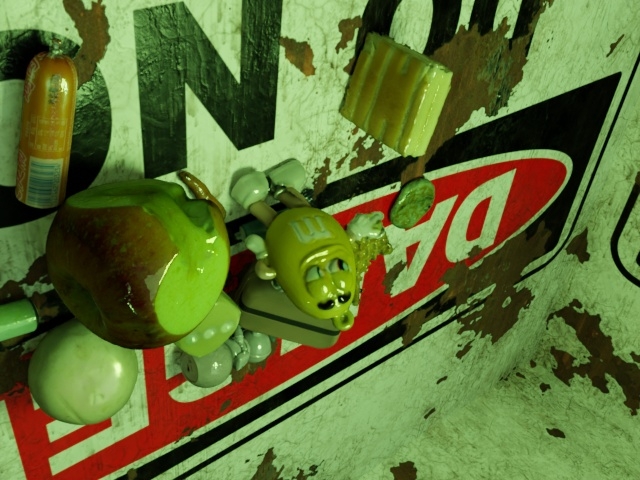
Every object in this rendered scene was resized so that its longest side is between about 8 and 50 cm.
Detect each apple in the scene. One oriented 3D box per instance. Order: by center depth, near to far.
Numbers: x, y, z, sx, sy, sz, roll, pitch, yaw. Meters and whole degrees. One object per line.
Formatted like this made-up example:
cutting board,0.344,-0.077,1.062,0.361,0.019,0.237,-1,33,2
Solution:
apple,-0.350,0.027,1.474,0.374,0.374,0.384,-25,164,-31

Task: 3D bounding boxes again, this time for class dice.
dice,-0.317,0.174,1.816,0.166,0.169,0.169,-48,145,-4

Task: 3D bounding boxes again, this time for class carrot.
carrot,-0.275,-0.103,1.714,0.047,0.047,0.191,-44,144,-9

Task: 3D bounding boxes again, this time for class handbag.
handbag,-0.064,0.146,1.936,0.302,0.149,0.283,18,134,-9

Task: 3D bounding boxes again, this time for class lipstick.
lipstick,-0.726,0.191,1.467,0.304,0.076,0.076,-18,135,-38

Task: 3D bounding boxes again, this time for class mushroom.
mushroom,-0.543,0.300,1.679,0.246,0.202,0.246,1,88,-19

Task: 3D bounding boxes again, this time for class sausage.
sausage,-0.497,-0.214,1.326,0.093,0.093,0.312,-12,130,-42

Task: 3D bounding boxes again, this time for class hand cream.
hand cream,-0.118,-0.036,1.911,0.224,0.083,0.048,-17,176,-23

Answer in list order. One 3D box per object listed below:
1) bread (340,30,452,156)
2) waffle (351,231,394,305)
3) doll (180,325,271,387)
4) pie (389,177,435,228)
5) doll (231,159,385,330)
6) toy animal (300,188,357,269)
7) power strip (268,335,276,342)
bread,0.185,-0.368,1.810,0.111,0.239,0.246,-17,135,-46
waffle,0.115,0.071,2.248,0.293,0.069,0.260,-59,146,-7
doll,-0.253,0.317,2.051,0.287,0.151,0.151,-14,132,-44
pie,0.293,-0.117,2.327,0.187,0.041,0.187,-29,141,-27
doll,-0.034,-0.016,1.785,0.348,0.423,0.161,-56,176,-29
toy animal,-0.032,0.029,2.019,0.197,0.272,0.160,-34,173,-7
power strip,-0.091,0.205,2.196,0.253,0.054,0.167,-29,138,-28
